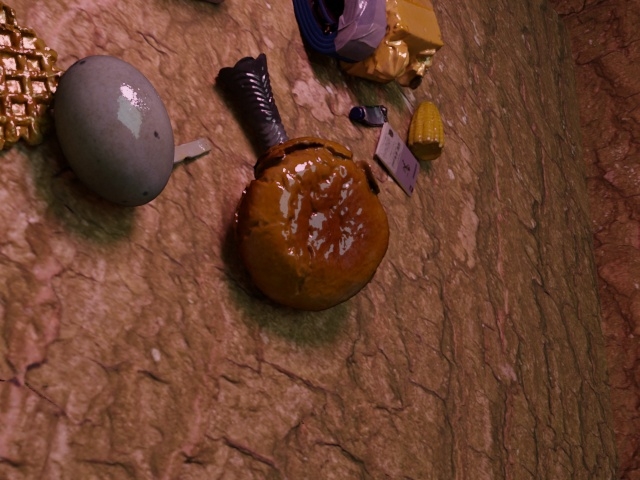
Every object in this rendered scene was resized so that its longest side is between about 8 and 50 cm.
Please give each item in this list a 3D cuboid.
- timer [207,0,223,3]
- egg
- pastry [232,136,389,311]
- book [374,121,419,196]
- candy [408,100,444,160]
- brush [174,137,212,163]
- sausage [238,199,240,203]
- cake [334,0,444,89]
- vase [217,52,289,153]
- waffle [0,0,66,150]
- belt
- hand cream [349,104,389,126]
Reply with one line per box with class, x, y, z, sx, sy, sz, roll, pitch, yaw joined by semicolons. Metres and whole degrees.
timer;-0.236;-0.622;1.176;0.192;0.195;0.194;-8;82;-49
egg;-0.318;-0.168;0.918;0.169;0.169;0.237;-25;106;-49
pastry;-0.010;-0.029;1.161;0.356;0.163;0.356;-1;92;-42
book;0.215;-0.223;1.629;0.182;0.014;0.127;45;48;-32
candy;0.310;-0.330;1.723;0.094;0.106;0.199;53;36;-46
brush;-0.264;-0.156;1.086;0.033;0.030;0.178;50;32;2
sausage;-0.119;-0.049;1.195;0.107;0.031;0.031;37;50;-31
cake;0.175;-0.541;1.572;0.227;0.222;0.286;-6;79;-46
vase;-0.118;-0.258;1.234;0.115;0.115;0.238;-34;106;-48
waffle;-0.489;-0.244;0.852;0.243;0.058;0.238;45;47;-27
belt;0.042;-0.616;1.464;0.117;0.212;0.347;1;69;-49
hand cream;0.134;-0.339;1.588;0.163;0.039;0.062;-12;82;-55
